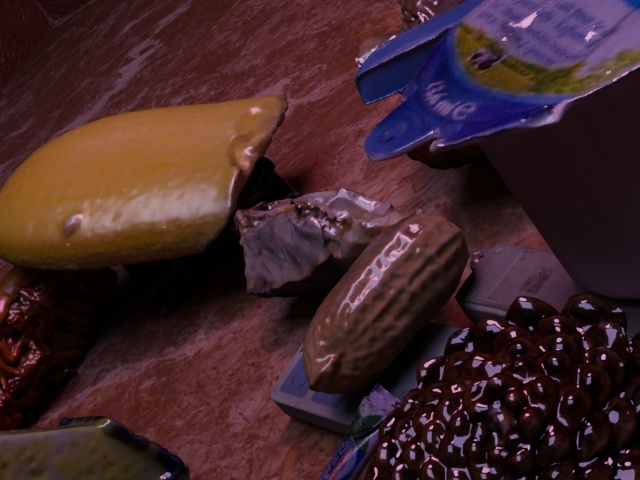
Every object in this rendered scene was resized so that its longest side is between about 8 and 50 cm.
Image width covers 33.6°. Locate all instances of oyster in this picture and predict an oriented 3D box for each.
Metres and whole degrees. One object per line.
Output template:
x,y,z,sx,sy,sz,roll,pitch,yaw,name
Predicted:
-0.001,0.005,1.129,0.166,0.110,0.341,-14,5,-43,oyster

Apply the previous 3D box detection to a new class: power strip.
0.216,0.053,0.854,0.078,0.052,0.272,-50,29,-19,power strip
0.059,0.126,0.954,0.118,0.046,0.270,-51,29,-21,power strip

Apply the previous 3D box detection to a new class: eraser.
0.186,-0.241,1.134,0.311,0.043,0.144,-23,17,23,eraser

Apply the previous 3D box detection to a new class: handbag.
-0.172,-0.036,1.470,0.247,0.079,0.260,-43,29,-2,handbag

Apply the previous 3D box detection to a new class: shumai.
0.145,-0.245,1.329,0.153,0.161,0.209,-55,45,21,shumai

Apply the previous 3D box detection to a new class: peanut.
0.052,0.054,0.926,0.194,0.083,0.093,-47,22,-10,peanut

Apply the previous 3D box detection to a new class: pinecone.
0.143,0.149,0.640,0.221,0.221,0.221,-31,28,19,pinecone

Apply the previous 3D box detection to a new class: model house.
-0.250,0.261,1.057,0.211,0.170,0.194,-5,-9,-29,model house

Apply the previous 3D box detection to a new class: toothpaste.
0.014,0.199,0.879,0.170,0.028,0.045,-58,32,2,toothpaste

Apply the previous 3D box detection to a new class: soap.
-0.250,-0.073,1.400,0.427,0.115,0.306,-3,45,26,soap

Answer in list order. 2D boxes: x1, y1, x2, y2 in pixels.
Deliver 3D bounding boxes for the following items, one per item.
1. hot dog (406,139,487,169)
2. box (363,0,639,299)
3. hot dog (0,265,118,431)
0.196,-0.144,1.110,0.259,0.114,0.175,-39,21,-31,hot dog
0.206,-0.070,0.774,0.291,0.206,0.262,-36,24,0,box
-0.392,0.132,1.428,0.117,0.158,0.349,9,49,35,hot dog
